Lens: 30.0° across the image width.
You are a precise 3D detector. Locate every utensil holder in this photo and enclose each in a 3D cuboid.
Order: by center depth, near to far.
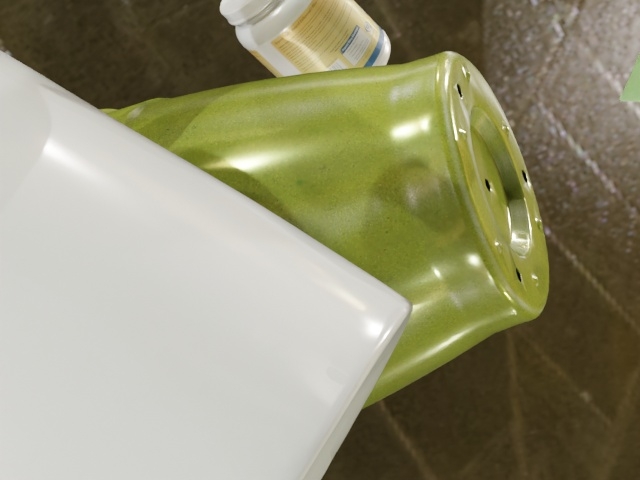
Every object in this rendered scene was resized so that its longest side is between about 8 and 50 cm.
[{"bbox_3d":[-0.186,0.072,0.694,0.385,0.327,0.327,31,53,7],"label":"utensil holder"}]

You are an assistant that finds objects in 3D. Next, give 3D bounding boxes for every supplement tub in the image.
[{"bbox_3d":[-0.020,-0.278,1.569,0.200,0.144,0.144,41,53,-28],"label":"supplement tub"}]

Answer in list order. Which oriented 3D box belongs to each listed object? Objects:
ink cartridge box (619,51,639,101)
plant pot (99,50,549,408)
[{"bbox_3d":[0.326,-0.222,0.941,0.056,0.171,0.235,29,83,-31],"label":"ink cartridge box"},{"bbox_3d":[0.000,0.000,1.062,0.366,0.353,0.366,47,33,-44],"label":"plant pot"}]
